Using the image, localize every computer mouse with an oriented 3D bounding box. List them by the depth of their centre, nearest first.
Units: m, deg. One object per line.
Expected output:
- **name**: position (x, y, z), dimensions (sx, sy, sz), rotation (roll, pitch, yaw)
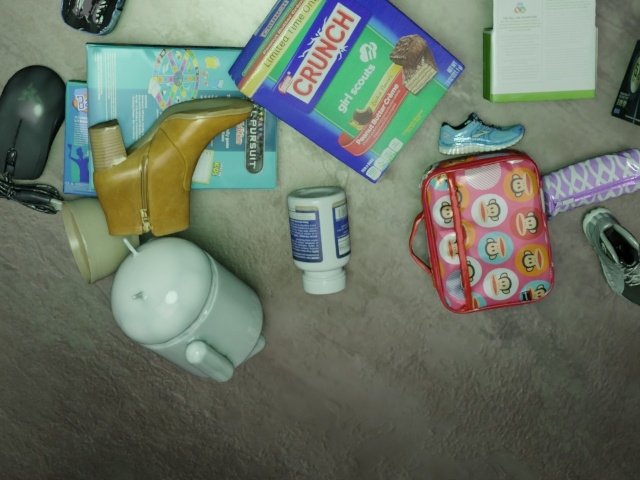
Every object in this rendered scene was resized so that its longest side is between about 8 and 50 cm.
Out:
- **computer mouse**: position (-0.544, -0.187, 1.678), dimensions (0.188, 0.072, 0.272), rotation (17, 104, -4)

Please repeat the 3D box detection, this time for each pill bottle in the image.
- **pill bottle**: position (0.000, 0.000, 1.712), dimensions (0.112, 0.112, 0.187), rotation (-5, 105, 1)

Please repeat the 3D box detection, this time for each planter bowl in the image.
- **planter bowl**: position (-0.403, -0.011, 1.696), dimensions (0.109, 0.162, 0.162), rotation (-19, 106, -24)

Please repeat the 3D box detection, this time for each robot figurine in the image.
- **robot figurine**: position (-0.240, 0.121, 1.651), dimensions (0.199, 0.300, 0.353), rotation (-38, 141, 6)

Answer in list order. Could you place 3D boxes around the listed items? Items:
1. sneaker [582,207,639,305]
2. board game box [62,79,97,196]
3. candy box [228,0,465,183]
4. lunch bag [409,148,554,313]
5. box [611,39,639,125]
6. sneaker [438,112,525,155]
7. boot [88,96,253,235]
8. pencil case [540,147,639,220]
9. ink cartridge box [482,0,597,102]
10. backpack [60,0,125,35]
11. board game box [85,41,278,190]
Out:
- **sneaker**: position (0.579, 0.050, 1.719), dimensions (0.086, 0.132, 0.229), rotation (-36, 102, 9)
- **board game box**: position (-0.392, -0.185, 1.692), dimensions (0.160, 0.047, 0.210), rotation (6, 105, -2)
- **candy box**: position (0.046, -0.297, 1.579), dimensions (0.317, 0.122, 0.268), rotation (32, 102, -28)
- **lunch bag**: position (0.293, -0.016, 1.714), dimensions (0.258, 0.120, 0.293), rotation (-10, 103, 6)
- **box**: position (0.599, -0.270, 1.608), dimensions (0.077, 0.180, 0.147), rotation (15, 105, -5)
- **sneaker**: position (0.298, -0.201, 1.687), dimensions (0.162, 0.063, 0.073), rotation (-7, 102, 1)
- **boot**: position (-0.243, -0.122, 1.576), dimensions (0.295, 0.104, 0.211), rotation (-13, 113, -5)
- **pencil case**: position (0.508, -0.108, 1.700), dimensions (0.206, 0.088, 0.086), rotation (-19, 107, 4)
- **ink cartridge box**: position (0.389, -0.380, 1.623), dimensions (0.188, 0.097, 0.255), rotation (-3, 103, 1)
- **backpack**: position (-0.398, -0.422, 1.609), dimensions (0.105, 0.084, 0.114), rotation (18, 99, -5)
- **board game box**: position (-0.246, -0.220, 1.634), dimensions (0.335, 0.079, 0.254), rotation (-1, 106, -14)
